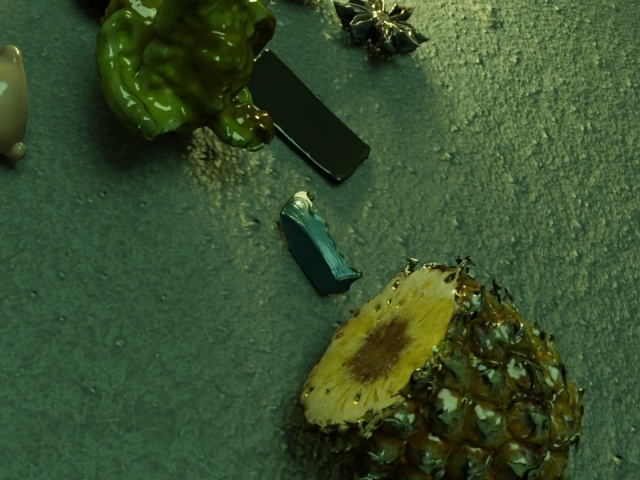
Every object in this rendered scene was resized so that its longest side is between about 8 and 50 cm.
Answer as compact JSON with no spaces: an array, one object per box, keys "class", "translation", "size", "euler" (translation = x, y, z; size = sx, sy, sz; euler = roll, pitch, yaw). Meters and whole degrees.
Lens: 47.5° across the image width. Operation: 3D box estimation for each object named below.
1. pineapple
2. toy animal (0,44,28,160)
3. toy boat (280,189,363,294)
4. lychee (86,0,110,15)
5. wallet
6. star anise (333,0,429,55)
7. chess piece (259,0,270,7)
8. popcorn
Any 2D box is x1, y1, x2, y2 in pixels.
[{"class":"pineapple","translation":[0.169,0.219,0.976],"size":[0.300,0.352,0.352],"euler":[42,48,-9]},{"class":"toy animal","translation":[-0.494,-0.182,0.959],"size":[0.198,0.171,0.171],"euler":[-7,64,-37]},{"class":"toy boat","translation":[0.000,0.000,1.185],"size":[0.077,0.075,0.185],"euler":[-23,70,-36]},{"class":"lychee","translation":[-0.326,-0.467,1.240],"size":[0.188,0.188,0.188],"euler":[16,53,-22]},{"class":"wallet","translation":[-0.035,-0.229,1.351],"size":[0.285,0.030,0.146],"euler":[43,45,0]},{"class":"star anise","translation":[0.129,-0.457,1.567],"size":[0.230,0.081,0.262],"euler":[19,41,-20]},{"class":"chess piece","translation":[-0.209,-0.527,1.384],"size":[0.261,0.143,0.142],"euler":[30,49,-18]},{"class":"popcorn","translation":[-0.220,-0.283,1.096],"size":[0.290,0.321,0.325],"euler":[18,64,26]}]
